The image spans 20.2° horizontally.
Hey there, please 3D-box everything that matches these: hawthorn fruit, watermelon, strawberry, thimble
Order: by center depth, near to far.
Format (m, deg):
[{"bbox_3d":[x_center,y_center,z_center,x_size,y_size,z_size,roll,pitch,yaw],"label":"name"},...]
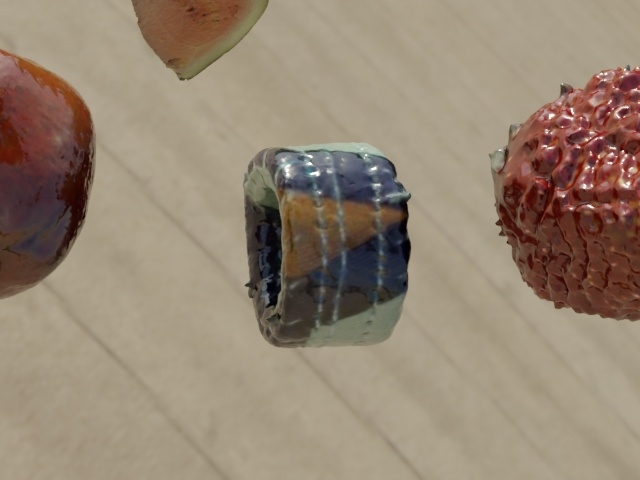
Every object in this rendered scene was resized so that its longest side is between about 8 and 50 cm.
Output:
[{"bbox_3d":[-0.064,-0.156,1.067,0.069,0.087,0.163,10,-12,8],"label":"watermelon"},{"bbox_3d":[-0.309,-0.046,1.616,0.224,0.224,0.261,26,42,-38],"label":"hawthorn fruit"},{"bbox_3d":[0.335,-0.018,1.872,0.292,0.292,0.343,32,16,-30],"label":"strawberry"},{"bbox_3d":[0.000,0.000,1.941,0.150,0.237,0.237,-2,41,-15],"label":"thimble"}]
